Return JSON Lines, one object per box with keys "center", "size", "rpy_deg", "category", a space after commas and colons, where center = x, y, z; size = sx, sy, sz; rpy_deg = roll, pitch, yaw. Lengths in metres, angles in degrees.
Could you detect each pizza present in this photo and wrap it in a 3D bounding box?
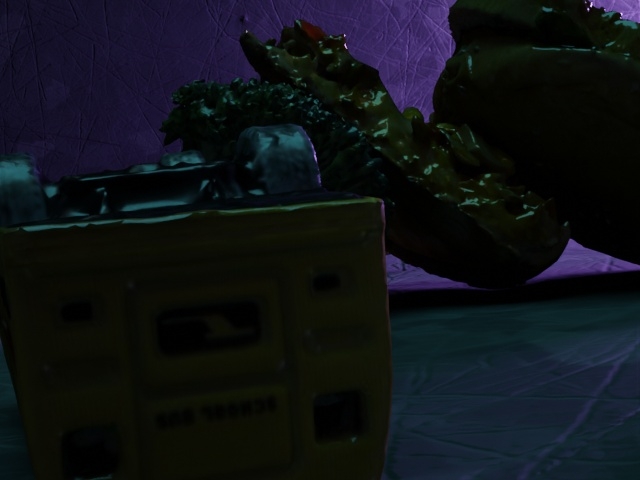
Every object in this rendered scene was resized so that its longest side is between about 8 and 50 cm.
{"center": [0.059, -0.057, 0.965], "size": [0.074, 0.287, 0.251], "rpy_deg": [-48, -7, -15], "category": "pizza"}

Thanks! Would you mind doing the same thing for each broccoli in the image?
{"center": [-0.058, -0.011, 0.872], "size": [0.194, 0.194, 0.220], "rpy_deg": [-6, -26, -6], "category": "broccoli"}

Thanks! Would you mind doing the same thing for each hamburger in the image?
{"center": [0.211, -0.078, 0.934], "size": [0.285, 0.134, 0.265], "rpy_deg": [26, -4, 4], "category": "hamburger"}

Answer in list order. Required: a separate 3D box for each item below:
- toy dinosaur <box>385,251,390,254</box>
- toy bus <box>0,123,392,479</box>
{"center": [0.000, 0.000, 1.203], "size": [0.259, 0.094, 0.153], "rpy_deg": [4, 9, 14], "category": "toy dinosaur"}
{"center": [-0.075, 0.023, 0.483], "size": [0.121, 0.123, 0.335], "rpy_deg": [-8, 3, -16], "category": "toy bus"}
